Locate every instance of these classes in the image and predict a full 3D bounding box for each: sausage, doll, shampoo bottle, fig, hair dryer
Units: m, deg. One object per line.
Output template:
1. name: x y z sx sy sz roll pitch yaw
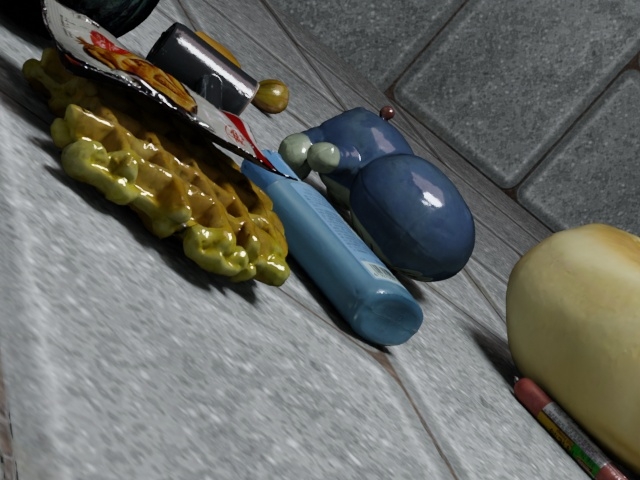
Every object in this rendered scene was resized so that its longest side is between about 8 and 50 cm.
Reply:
1. sausage: 0.294 0.232 1.760 0.223 0.029 0.029 48 11 31
2. doll: 0.082 -0.049 1.887 0.258 0.154 0.228 56 12 32
3. shampoo bottle: 0.000 0.000 1.538 0.104 0.061 0.258 28 17 -51
4. fig: -0.083 -0.212 2.192 0.083 0.050 0.050 22 19 -34
5. hair dryer: -0.139 -0.167 1.748 0.128 0.070 0.255 38 15 -15

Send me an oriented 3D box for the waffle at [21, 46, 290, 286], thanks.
1. waffle: -0.137 -0.066 1.308 0.281 0.058 0.301 38 10 -12

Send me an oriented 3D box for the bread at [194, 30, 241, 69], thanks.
1. bread: -0.152 -0.247 2.064 0.103 0.049 0.062 38 10 -32

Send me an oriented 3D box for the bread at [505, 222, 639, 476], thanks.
1. bread: 0.416 0.152 1.859 0.348 0.253 0.376 16 10 -36

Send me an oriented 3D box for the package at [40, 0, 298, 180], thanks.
1. package: -0.134 -0.126 1.325 0.239 0.030 0.154 32 12 -33

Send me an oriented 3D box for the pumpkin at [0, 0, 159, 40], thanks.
1. pumpkin: -0.237 -0.324 1.504 0.248 0.248 0.248 40 10 -8
